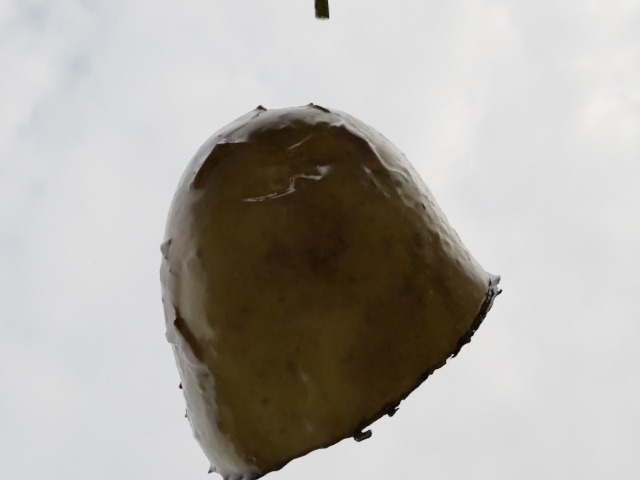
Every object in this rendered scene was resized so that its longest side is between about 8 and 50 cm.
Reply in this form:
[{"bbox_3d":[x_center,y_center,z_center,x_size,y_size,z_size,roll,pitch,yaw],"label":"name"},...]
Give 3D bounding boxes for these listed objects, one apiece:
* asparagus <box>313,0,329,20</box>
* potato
[{"bbox_3d":[-0.013,-0.425,1.003,0.025,0.024,0.248,-9,-88,-21],"label":"asparagus"},{"bbox_3d":[-0.033,0.012,0.638,0.237,0.301,0.288,58,-150,-13],"label":"potato"}]
